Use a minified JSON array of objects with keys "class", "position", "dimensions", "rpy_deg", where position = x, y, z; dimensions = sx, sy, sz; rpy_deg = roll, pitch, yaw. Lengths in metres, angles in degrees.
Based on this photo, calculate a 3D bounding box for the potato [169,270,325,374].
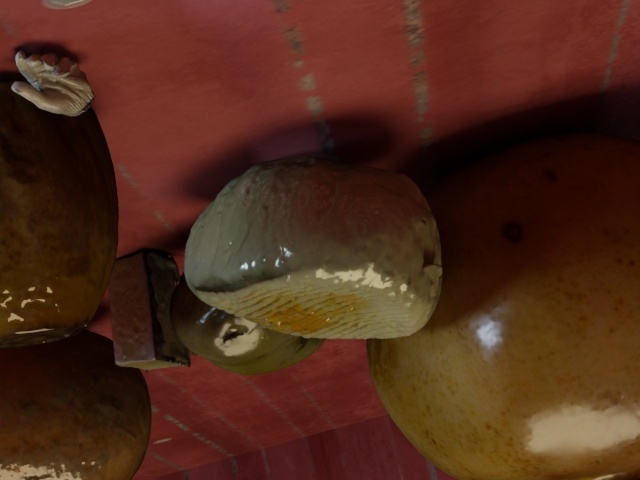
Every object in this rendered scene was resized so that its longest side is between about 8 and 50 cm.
[{"class":"potato","position":[-0.066,0.059,1.687],"dimensions":[0.154,0.137,0.200],"rpy_deg":[-38,158,18]}]

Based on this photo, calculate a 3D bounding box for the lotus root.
[{"class":"lotus root","position":[-0.246,-0.002,1.202],"dimensions":[0.199,0.180,0.188],"rpy_deg":[-21,169,21]}]

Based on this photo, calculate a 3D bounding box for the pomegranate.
[{"class":"pomegranate","position":[0.253,0.088,1.669],"dimensions":[0.416,0.417,0.417],"rpy_deg":[-14,166,-3]}]

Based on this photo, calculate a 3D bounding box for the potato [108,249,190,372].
[{"class":"potato","position":[-0.178,0.074,1.699],"dimensions":[0.061,0.122,0.086],"rpy_deg":[-15,163,18]}]

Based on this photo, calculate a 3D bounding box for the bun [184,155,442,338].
[{"class":"bun","position":[0.000,0.000,1.492],"dimensions":[0.243,0.153,0.244],"rpy_deg":[3,165,1]}]

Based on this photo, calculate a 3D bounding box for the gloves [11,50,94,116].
[{"class":"gloves","position":[-0.183,-0.106,1.130],"dimensions":[0.044,0.037,0.081],"rpy_deg":[-49,151,-8]}]

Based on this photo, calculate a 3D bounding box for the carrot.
[{"class":"carrot","position":[-0.367,0.205,1.821],"dimensions":[0.340,0.224,0.224],"rpy_deg":[2,159,-34]}]
